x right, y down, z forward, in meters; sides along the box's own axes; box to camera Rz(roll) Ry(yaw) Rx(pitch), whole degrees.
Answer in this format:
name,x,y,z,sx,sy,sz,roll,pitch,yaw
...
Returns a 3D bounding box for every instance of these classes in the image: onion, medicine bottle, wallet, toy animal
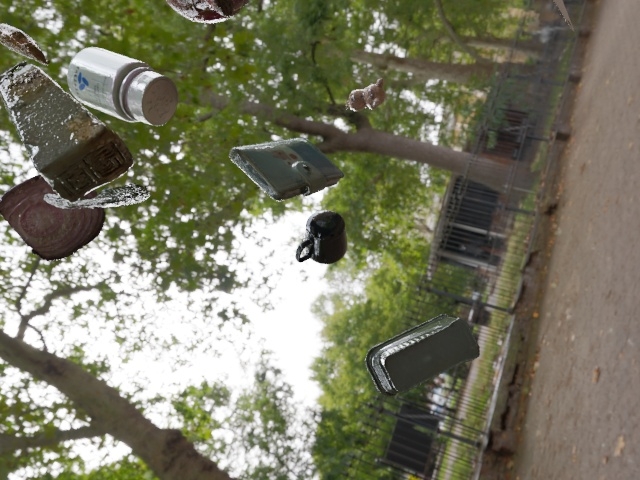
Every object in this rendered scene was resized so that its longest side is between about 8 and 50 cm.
name,x,y,z,sx,sy,sz,roll,pitch,yaw
onion,-0.359,-0.863,1.844,0.347,0.348,0.385,80,168,-54
onion,-0.775,-0.072,1.643,0.247,0.250,0.111,-41,4,-26
medicine bottle,-0.544,-0.423,1.543,0.170,0.293,0.170,-44,-33,-40
wallet,-0.094,-0.238,1.785,0.360,0.252,0.083,-23,-30,-50
toy animal,0.148,-0.460,1.803,0.089,0.150,0.083,-32,-75,-54

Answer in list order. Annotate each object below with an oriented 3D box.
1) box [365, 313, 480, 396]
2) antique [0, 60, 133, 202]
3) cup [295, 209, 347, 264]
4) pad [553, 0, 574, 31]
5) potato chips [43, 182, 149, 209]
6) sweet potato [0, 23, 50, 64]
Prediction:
name,x,y,z,sx,sy,sz,roll,pitch,yaw
box,0.252,0.283,1.383,0.274,0.138,0.178,-27,-8,-3
antique,-0.498,-0.218,1.048,0.150,0.284,0.125,-39,-21,-15
cup,0.000,0.000,2.084,0.223,0.169,0.176,-32,-30,-24
pad,0.360,-0.583,1.067,0.315,0.063,0.375,35,-137,-36
potato chips,-0.494,-0.094,1.238,0.220,0.202,0.029,-5,-94,-30
sweet potato,-0.746,-0.493,1.386,0.068,0.206,0.060,-33,-26,-49
